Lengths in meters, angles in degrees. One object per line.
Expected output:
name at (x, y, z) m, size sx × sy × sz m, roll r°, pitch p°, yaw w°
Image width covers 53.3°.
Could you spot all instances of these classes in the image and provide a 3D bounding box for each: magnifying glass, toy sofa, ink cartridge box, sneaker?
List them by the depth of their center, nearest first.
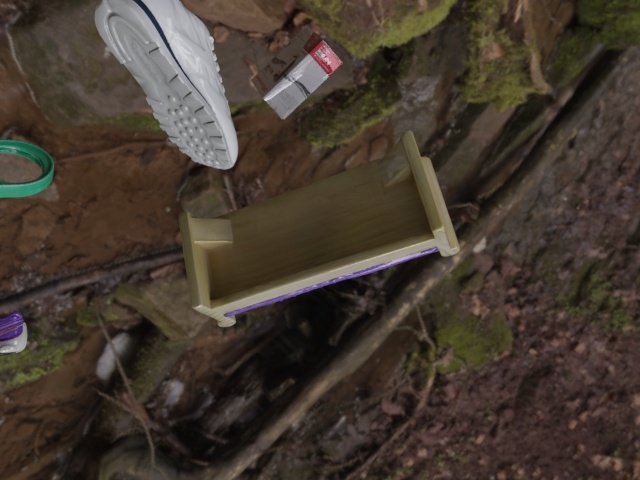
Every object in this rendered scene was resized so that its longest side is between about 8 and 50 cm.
sneaker at (-0.143, -0.182, 0.706) m, size 0.094 × 0.090 × 0.235 m, roll -62°, pitch 143°, yaw -35°
magnifying glass at (-0.413, -0.068, 0.736) m, size 0.231 × 0.092 × 0.026 m, roll -37°, pitch 160°, yaw -51°
sneaker at (-0.487, 0.124, 0.867) m, size 0.170 × 0.071 × 0.068 m, roll -2°, pitch 168°, yaw -10°
toy sofa at (0.000, 0.000, 0.904) m, size 0.363 × 0.150 × 0.177 m, roll -19°, pitch 157°, yaw 11°
ink cartridge box at (-0.042, -0.280, 1.060) m, size 0.135 × 0.099 × 0.056 m, roll -42°, pitch 125°, yaw 9°
